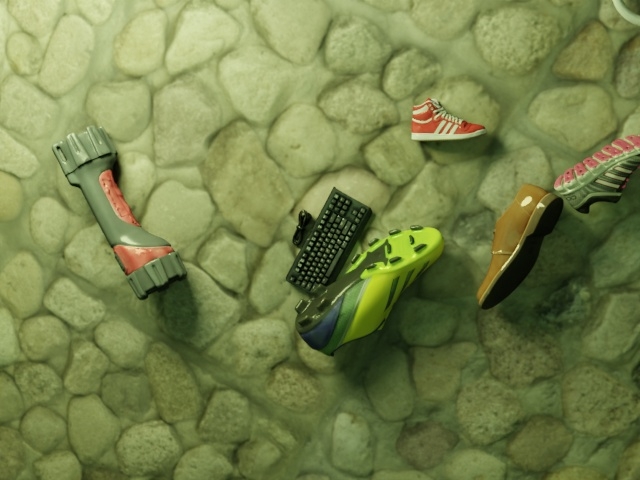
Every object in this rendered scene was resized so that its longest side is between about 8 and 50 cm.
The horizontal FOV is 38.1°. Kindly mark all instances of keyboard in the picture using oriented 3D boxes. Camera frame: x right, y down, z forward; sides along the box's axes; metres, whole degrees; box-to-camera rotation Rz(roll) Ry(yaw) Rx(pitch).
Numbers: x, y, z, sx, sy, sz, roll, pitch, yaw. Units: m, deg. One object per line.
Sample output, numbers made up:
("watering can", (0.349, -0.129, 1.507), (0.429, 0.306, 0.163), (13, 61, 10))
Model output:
("keyboard", (0.000, 0.000, 1.540), (0.108, 0.023, 0.180), (31, 104, 9))

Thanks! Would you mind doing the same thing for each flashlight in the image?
("flashlight", (-0.338, -0.051, 1.591), (0.103, 0.103, 0.304), (-28, 86, 22))

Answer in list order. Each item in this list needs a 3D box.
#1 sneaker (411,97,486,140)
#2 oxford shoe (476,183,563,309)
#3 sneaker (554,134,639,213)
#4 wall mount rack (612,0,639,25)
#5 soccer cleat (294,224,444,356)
("sneaker", (0.199, -0.191, 1.445), (0.118, 0.042, 0.067), (0, 102, 18))
("oxford shoe", (0.296, 0.010, 1.446), (0.076, 0.076, 0.212), (38, 107, 35))
("sneaker", (0.439, -0.097, 1.385), (0.170, 0.063, 0.075), (-30, 108, 8))
("wall mount rack", (0.432, -0.480, 1.298), (0.304, 0.130, 0.350), (10, 101, 10))
("soccer cleat", (0.090, 0.083, 1.509), (0.289, 0.093, 0.121), (-37, 118, 13))
